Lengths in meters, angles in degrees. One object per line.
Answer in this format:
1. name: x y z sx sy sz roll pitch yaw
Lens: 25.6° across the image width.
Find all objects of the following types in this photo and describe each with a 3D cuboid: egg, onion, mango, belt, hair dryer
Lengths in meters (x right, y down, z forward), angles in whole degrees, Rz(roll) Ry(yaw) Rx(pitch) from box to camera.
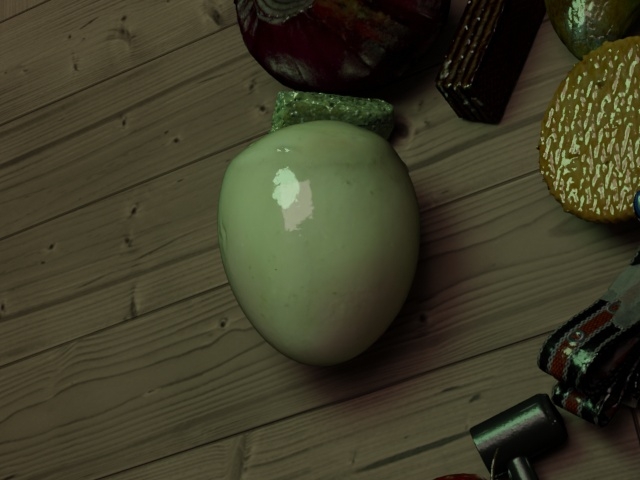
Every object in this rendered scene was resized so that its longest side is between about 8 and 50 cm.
1. egg: 0.000 0.000 1.922 0.283 0.283 0.345 -13 74 23
2. onion: 0.014 -0.343 2.118 0.337 0.282 0.260 29 100 23
3. mango: 0.417 -0.402 2.008 0.193 0.146 0.316 16 86 36
4. belt: 0.410 0.066 1.748 0.359 0.126 0.094 -52 39 -12
5. hair dryer: 0.277 0.313 1.722 0.114 0.070 0.248 -30 56 12

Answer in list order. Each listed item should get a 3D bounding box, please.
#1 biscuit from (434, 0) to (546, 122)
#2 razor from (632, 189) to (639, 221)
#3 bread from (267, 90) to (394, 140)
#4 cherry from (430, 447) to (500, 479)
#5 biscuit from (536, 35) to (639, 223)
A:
1. biscuit: 0.254 -0.300 2.057 0.070 0.106 0.252 11 68 36
2. razor: 0.481 0.063 1.660 0.093 0.056 0.324 -39 81 3
3. bread: -0.005 -0.159 2.084 0.232 0.172 0.064 -30 33 9
4. cherry: 0.138 0.383 1.685 0.250 0.175 0.192 -22 61 18
5. biscuit: 0.389 -0.141 1.820 0.254 0.035 0.254 -18 62 39
